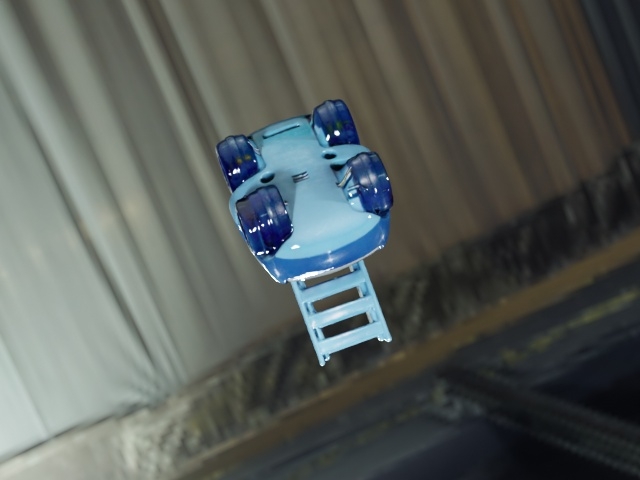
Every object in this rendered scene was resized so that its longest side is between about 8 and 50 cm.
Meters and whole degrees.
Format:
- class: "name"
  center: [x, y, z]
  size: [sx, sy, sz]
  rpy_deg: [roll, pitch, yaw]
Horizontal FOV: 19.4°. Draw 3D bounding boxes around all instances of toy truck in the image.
- class: "toy truck"
  center: [0.000, 0.000, 0.694]
  size: [0.056, 0.090, 0.073]
  rpy_deg: [-20, -139, -4]
